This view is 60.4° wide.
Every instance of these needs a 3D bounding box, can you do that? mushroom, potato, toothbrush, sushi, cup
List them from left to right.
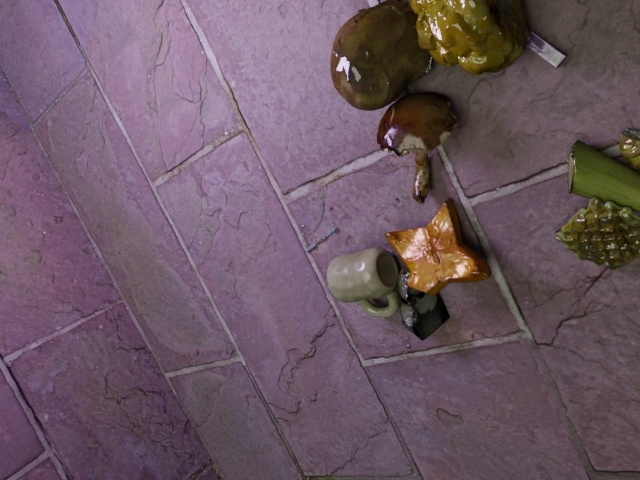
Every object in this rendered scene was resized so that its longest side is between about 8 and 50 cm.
[{"bbox_3d":[0.000,0.000,2.029,0.193,0.019,0.013,-37,88,42],"label":"toothbrush"},{"bbox_3d":[0.159,0.157,1.875,0.202,0.173,0.255,-16,91,41],"label":"cup"},{"bbox_3d":[0.133,-0.513,1.526,0.301,0.237,0.288,-33,80,42],"label":"potato"},{"bbox_3d":[0.266,-0.292,1.629,0.208,0.232,0.301,17,147,2],"label":"mushroom"},{"bbox_3d":[0.307,0.183,1.837,0.272,0.134,0.109,63,158,-14],"label":"sushi"}]

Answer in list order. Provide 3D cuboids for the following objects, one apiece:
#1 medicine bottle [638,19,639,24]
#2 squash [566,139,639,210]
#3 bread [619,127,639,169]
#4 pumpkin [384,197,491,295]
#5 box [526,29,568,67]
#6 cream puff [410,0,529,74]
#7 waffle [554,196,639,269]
[{"bbox_3d":[0.811,-0.432,1.221,0.220,0.061,0.092,54,150,4],"label":"medicine bottle"},{"bbox_3d":[0.740,-0.128,1.382,0.288,0.137,0.137,32,126,10],"label":"squash"},{"bbox_3d":[0.791,-0.211,1.328,0.157,0.083,0.094,39,140,14],"label":"bread"},{"bbox_3d":[0.352,0.043,1.674,0.258,0.095,0.290,-34,60,27],"label":"pumpkin"},{"bbox_3d":[0.560,-0.481,1.380,0.117,0.051,0.036,43,122,14],"label":"box"},{"bbox_3d":[0.340,-0.548,1.349,0.257,0.291,0.324,-17,88,47],"label":"cream puff"},{"bbox_3d":[0.738,-0.006,1.418,0.204,0.054,0.223,25,146,2],"label":"waffle"}]
